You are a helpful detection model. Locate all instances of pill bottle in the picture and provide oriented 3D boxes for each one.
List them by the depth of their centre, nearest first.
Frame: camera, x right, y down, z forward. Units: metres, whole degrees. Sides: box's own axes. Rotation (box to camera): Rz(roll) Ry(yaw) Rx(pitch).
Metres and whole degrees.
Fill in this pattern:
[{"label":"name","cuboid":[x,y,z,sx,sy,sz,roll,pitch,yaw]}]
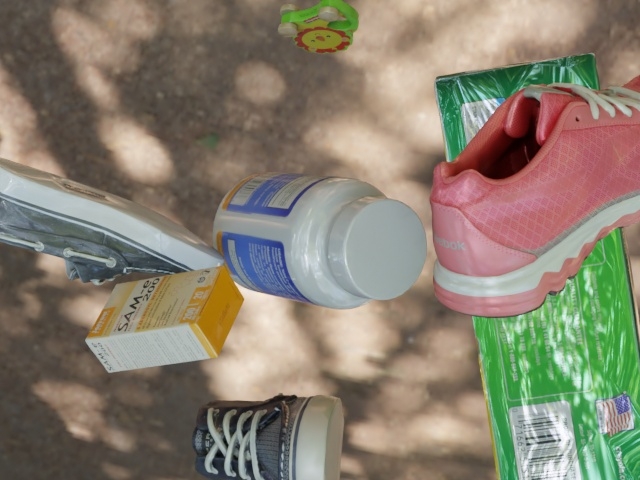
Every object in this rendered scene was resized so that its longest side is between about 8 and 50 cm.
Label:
[{"label":"pill bottle","cuboid":[0.000,0.000,1.528,0.152,0.152,0.272,35,166,-31]}]

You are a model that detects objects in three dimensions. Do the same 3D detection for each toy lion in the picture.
[{"label":"toy lion","cuboid":[0.006,-0.248,1.530,0.100,0.034,0.096,-14,154,40]}]

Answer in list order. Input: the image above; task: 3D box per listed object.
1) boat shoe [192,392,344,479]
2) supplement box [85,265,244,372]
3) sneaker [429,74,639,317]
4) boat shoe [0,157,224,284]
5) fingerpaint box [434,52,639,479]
[{"label":"boat shoe","cuboid":[-0.059,0.217,1.335,0.158,0.127,0.340,4,169,2]},{"label":"supplement box","cuboid":[-0.112,0.057,0.945,0.098,0.062,0.036,-11,126,28]},{"label":"sneaker","cuboid":[0.203,-0.072,1.002,0.116,0.314,0.136,23,141,45]},{"label":"boat shoe","cuboid":[-0.260,0.001,1.510,0.301,0.102,0.108,20,-170,-26]},{"label":"fingerpaint box","cuboid":[0.243,0.035,1.405,0.163,0.444,0.371,-9,-176,9]}]
